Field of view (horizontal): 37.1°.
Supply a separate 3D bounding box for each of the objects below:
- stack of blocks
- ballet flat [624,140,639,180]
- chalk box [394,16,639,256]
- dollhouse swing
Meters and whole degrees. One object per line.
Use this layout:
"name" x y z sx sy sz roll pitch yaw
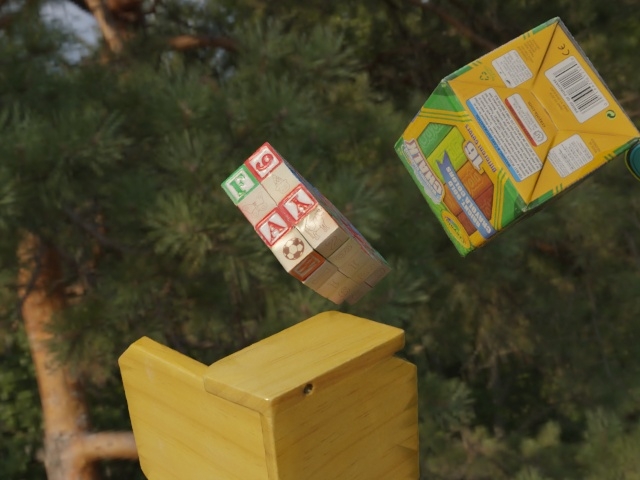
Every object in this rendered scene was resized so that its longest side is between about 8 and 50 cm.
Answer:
"stack of blocks" 0.000 0.000 1.351 0.087 0.171 0.297 -42 -28 5
"ballet flat" 0.501 -0.092 1.246 0.231 0.077 0.077 15 27 -3
"chalk box" 0.222 -0.109 1.193 0.179 0.180 0.289 -30 -8 -17
"dollhouse swing" -0.073 0.263 1.398 0.315 0.347 0.305 -23 34 -29
